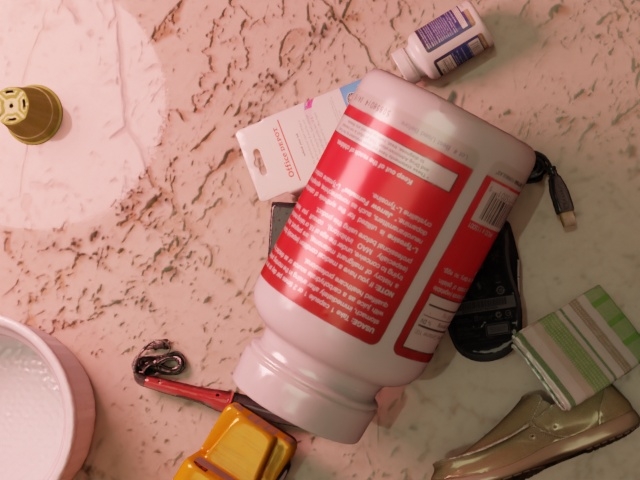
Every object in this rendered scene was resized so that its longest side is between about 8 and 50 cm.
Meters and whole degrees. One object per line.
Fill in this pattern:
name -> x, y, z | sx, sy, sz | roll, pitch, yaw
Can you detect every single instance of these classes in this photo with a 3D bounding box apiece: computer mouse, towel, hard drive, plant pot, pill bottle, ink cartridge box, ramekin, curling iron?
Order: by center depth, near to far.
pill bottle -> 0.064, 0.023, 1.654 | 0.229, 0.229, 0.407 | 29, 96, 12
towel -> 0.317, 0.130, 1.693 | 0.152, 0.023, 0.113 | -27, 71, -27
computer mouse -> 0.236, 0.017, 1.744 | 0.184, 0.060, 0.262 | -15, 72, 14
pill bottle -> 0.153, -0.247, 1.771 | 0.120, 0.067, 0.067 | -31, 81, 7
ink cartridge box -> -0.005, -0.124, 1.795 | 0.181, 0.061, 0.104 | -21, 83, 8
hard drive -> 0.000, 0.000, 1.806 | 0.135, 0.022, 0.094 | 3, 87, 11
curling iron -> -0.121, 0.195, 1.810 | 0.274, 0.035, 0.068 | 20, 90, 12
ramekin -> -0.428, 0.231, 1.818 | 0.277, 0.135, 0.277 | -1, 86, 10
plant pot -> -0.399, -0.174, 1.868 | 0.083, 0.079, 0.083 | -1, 87, 12

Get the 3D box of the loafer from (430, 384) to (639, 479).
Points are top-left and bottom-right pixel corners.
loafer -> 0.252, 0.239, 1.706 | 0.269, 0.102, 0.092 | -20, 71, -4

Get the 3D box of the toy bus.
toy bus -> -0.159, 0.371, 1.751 | 0.108, 0.130, 0.332 | 32, 98, 11
